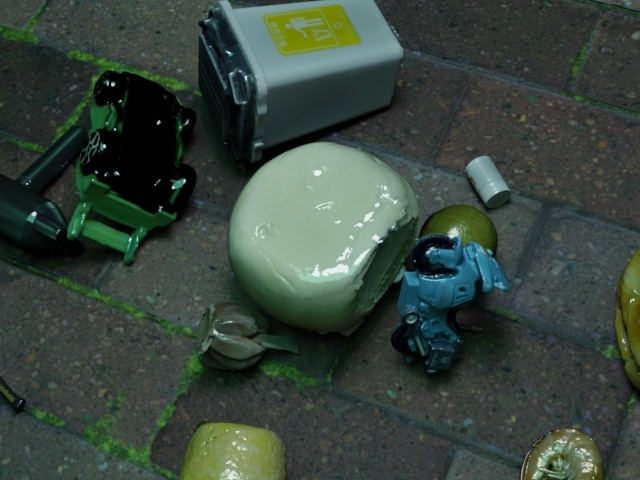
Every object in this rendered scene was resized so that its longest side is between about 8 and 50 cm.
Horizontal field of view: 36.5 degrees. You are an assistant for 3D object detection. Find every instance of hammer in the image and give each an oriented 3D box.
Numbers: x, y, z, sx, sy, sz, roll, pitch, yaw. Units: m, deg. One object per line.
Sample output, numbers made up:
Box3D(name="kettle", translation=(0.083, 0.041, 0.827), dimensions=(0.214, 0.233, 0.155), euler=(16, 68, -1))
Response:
Box3D(name="hammer", translation=(-0.619, 0.251, 1.805), dimensions=(0.201, 0.021, 0.078), euler=(39, 73, 25))

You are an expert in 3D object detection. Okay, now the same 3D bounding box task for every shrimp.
Box3D(name="shrimp", translation=(0.388, 0.412, 1.569), dimensions=(0.133, 0.053, 0.236), euler=(7, 60, 9))

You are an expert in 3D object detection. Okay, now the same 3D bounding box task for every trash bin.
Box3D(name="trash bin", translation=(-0.046, -0.326, 1.934), dimensions=(0.367, 0.296, 0.256), euler=(-16, 58, -17))

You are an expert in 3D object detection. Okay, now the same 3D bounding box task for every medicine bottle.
Box3D(name="medicine bottle", translation=(0.321, -0.113, 1.860), dimensions=(0.057, 0.057, 0.089), euler=(-23, 61, -6))

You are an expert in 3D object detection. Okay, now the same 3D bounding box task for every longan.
Box3D(name="longan", translation=(0.257, 0.017, 1.761), dimensions=(0.155, 0.176, 0.145), euler=(-51, 23, 0))

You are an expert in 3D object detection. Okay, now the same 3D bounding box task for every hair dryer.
Box3D(name="hair dryer", translation=(-0.533, -0.111, 1.954), dimensions=(0.244, 0.116, 0.302), euler=(26, 61, 17))

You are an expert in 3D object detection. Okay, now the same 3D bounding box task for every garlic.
Box3D(name="garlic", translation=(-0.133, 0.168, 1.746), dimensions=(0.194, 0.127, 0.131), euler=(5, 79, -19))

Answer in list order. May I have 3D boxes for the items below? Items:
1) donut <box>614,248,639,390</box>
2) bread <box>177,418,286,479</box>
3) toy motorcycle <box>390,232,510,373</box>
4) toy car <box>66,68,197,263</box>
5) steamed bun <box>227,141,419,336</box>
Box3D(name="donut", translation=(0.670, 0.126, 1.623), dimensions=(0.360, 0.170, 0.360), euler=(-2, 63, 5))
Box3D(name="bread", translation=(-0.145, 0.398, 1.582), dimensions=(0.197, 0.197, 0.171), euler=(0, 50, 7))
Box3D(name="toy motorcycle", translation=(0.221, 0.102, 1.652), dimensions=(0.182, 0.272, 0.124), euler=(3, 35, -10))
Box3D(name="toy car", translation=(-0.374, -0.159, 1.903), dimensions=(0.176, 0.213, 0.359), euler=(-35, 45, 38))
Box3D(name="steamed bun", translation=(0.000, 0.000, 1.743), dimensions=(0.312, 0.233, 0.334), euler=(37, 68, 25))
